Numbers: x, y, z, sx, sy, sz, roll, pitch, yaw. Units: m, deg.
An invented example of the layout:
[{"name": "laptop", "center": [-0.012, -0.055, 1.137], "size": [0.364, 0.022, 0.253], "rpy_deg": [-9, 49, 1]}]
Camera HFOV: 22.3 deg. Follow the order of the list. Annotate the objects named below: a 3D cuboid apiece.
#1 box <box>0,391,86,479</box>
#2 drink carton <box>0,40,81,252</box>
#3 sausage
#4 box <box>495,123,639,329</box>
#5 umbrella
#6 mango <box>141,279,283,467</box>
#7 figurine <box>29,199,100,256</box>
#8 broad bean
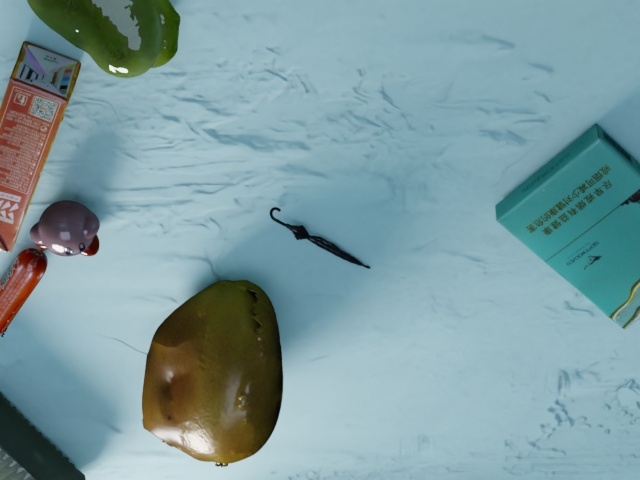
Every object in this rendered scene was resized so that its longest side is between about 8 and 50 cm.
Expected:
[{"name": "box", "center": [-0.435, 0.324, 2.119], "size": [0.178, 0.138, 0.274], "rpy_deg": [-33, 118, 17]}, {"name": "drink carton", "center": [-0.343, -0.104, 1.841], "size": [0.071, 0.096, 0.223], "rpy_deg": [20, 123, -12]}, {"name": "sausage", "center": [-0.373, 0.057, 1.983], "size": [0.048, 0.050, 0.145], "rpy_deg": [50, 121, 19]}, {"name": "box", "center": [0.341, -0.012, 1.912], "size": [0.229, 0.041, 0.162], "rpy_deg": [38, 118, -21]}, {"name": "umbrella", "center": [-0.001, 0.004, 1.948], "size": [0.148, 0.022, 0.022], "rpy_deg": [32, 146, -18]}, {"name": "mango", "center": [-0.113, 0.163, 1.989], "size": [0.136, 0.166, 0.236], "rpy_deg": [-10, 111, -43]}, {"name": "figurine", "center": [-0.302, -0.014, 1.919], "size": [0.083, 0.071, 0.067], "rpy_deg": [-7, 80, -7]}, {"name": "broad bean", "center": [-0.231, -0.248, 1.747], "size": [0.124, 0.082, 0.174], "rpy_deg": [-37, 117, 26]}]
